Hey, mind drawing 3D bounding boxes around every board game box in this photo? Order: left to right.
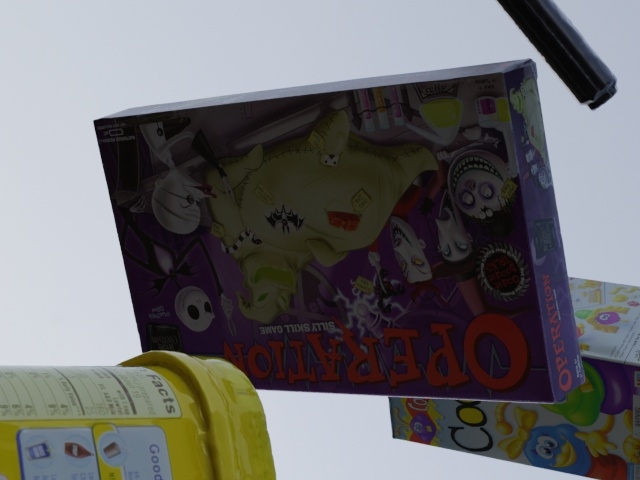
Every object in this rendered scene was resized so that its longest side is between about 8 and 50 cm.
[{"bbox_3d":[0.000,0.000,0.982,0.347,0.056,0.208,-3,-73,38],"label":"board game box"},{"bbox_3d":[0.218,0.126,1.432,0.275,0.144,0.142,9,-60,26],"label":"board game box"}]

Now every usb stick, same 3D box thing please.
[{"bbox_3d":[0.193,-0.245,1.434,0.045,0.077,0.278,-39,-90,17],"label":"usb stick"}]

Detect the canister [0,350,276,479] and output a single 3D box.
[{"bbox_3d":[-0.095,0.092,0.391,0.073,0.170,0.126,-24,-112,43],"label":"canister"}]
